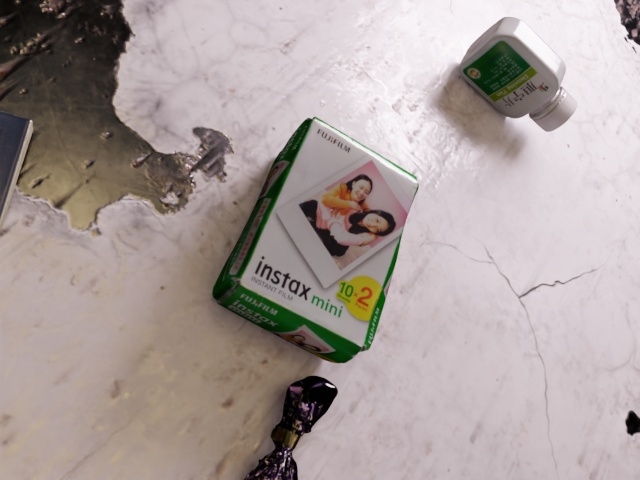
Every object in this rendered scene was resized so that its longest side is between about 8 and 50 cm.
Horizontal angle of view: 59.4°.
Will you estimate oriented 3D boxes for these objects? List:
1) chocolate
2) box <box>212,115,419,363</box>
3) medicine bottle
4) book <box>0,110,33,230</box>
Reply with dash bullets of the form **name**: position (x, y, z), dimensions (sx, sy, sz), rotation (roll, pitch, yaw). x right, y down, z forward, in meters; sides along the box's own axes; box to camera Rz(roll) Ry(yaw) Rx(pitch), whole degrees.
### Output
- **chocolate**: position (-0.034, 0.211, 0.605), dimensions (0.070, 0.072, 0.147), rotation (8, 54, 20)
- **box**: position (0.000, 0.000, 0.659), dimensions (0.180, 0.103, 0.250), rotation (28, 63, -15)
- **medicine bottle**: position (0.317, -0.254, 0.884), dimensions (0.183, 0.119, 0.069), rotation (37, 59, -13)
- **book**: position (-0.433, -0.066, 0.513), dimensions (0.269, 0.025, 0.191), rotation (15, 68, -21)
